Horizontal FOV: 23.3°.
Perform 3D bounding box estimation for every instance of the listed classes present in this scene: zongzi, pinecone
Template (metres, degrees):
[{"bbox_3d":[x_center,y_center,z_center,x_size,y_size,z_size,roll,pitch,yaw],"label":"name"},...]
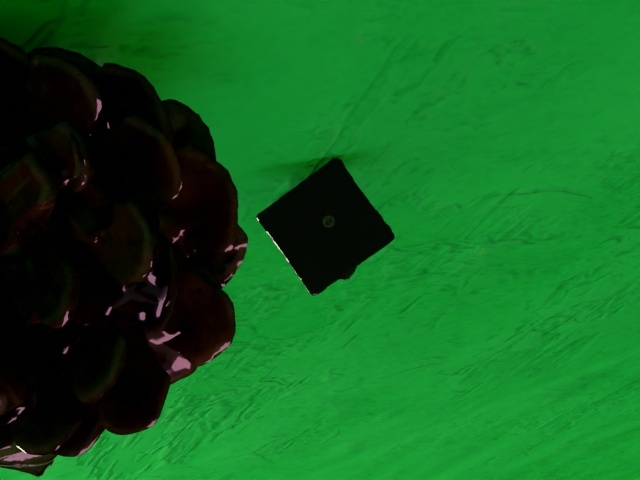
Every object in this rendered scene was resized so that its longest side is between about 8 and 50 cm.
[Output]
[{"bbox_3d":[-0.348,0.234,1.845,0.104,0.052,0.113,15,136,-41],"label":"zongzi"},{"bbox_3d":[-0.197,0.010,0.938,0.298,0.242,0.296,-11,165,23],"label":"pinecone"}]

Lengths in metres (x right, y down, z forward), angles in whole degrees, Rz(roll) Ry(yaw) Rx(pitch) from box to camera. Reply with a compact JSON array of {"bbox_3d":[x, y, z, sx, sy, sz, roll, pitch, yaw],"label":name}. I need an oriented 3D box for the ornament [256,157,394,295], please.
[{"bbox_3d":[0.007,-0.005,1.292,0.081,0.088,0.203,-35,174,-1],"label":"ornament"}]
